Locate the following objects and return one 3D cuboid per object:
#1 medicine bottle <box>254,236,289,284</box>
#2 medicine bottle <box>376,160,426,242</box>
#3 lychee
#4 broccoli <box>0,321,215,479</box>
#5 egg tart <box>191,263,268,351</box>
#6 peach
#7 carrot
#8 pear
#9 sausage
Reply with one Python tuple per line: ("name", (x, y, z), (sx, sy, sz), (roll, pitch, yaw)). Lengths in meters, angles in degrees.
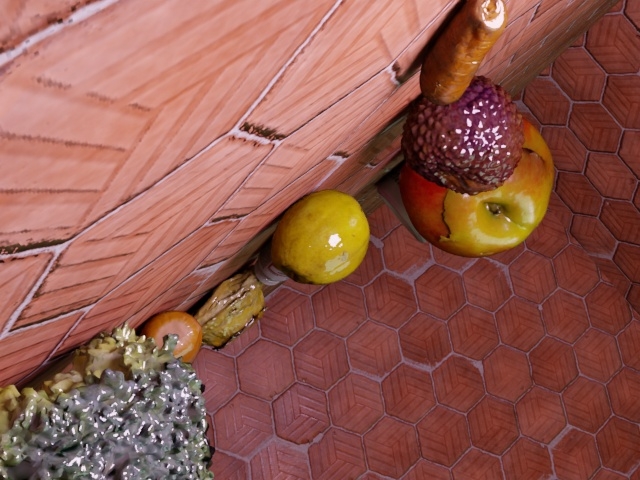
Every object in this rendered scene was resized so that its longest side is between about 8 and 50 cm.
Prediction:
("medicine bottle", (-0.070, 0.029, 1.328), (0.079, 0.079, 0.140), (-36, 176, -40))
("medicine bottle", (0.368, -0.190, 1.982), (0.388, 0.219, 0.219), (-40, 177, 4))
("lychee", (0.221, -0.167, 1.069), (0.188, 0.188, 0.188), (-39, 177, -3))
("broccoli", (-0.284, 0.266, 0.778), (0.281, 0.293, 0.348), (5, -167, 34))
("egg tart", (-0.188, 0.145, 1.432), (0.241, 0.106, 0.241), (-40, -179, 1))
("peach", (0.341, -0.139, 1.605), (0.370, 0.370, 0.370), (-39, 177, -3))
("carrot", (0.149, -0.204, 0.759), (0.060, 0.060, 0.186), (-38, 171, -16))
("pear", (0.000, 0.000, 1.121), (0.162, 0.149, 0.149), (-42, 178, -23))
("sausage", (-0.255, 0.182, 1.176), (0.105, 0.105, 0.274), (-38, 177, -23))
